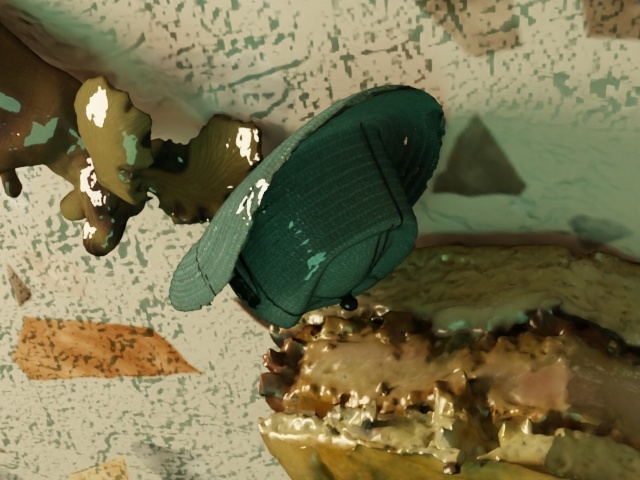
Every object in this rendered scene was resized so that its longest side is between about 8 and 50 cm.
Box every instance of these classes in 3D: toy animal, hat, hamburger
[{"bbox_3d":[-0.153,-0.062,0.737,0.214,0.093,0.186,45,131,-12],"label":"toy animal"},{"bbox_3d":[0.000,0.000,0.692,0.078,0.138,0.191,57,143,10],"label":"hat"},{"bbox_3d":[0.112,0.099,0.733,0.282,0.155,0.245,27,146,-10],"label":"hamburger"}]
